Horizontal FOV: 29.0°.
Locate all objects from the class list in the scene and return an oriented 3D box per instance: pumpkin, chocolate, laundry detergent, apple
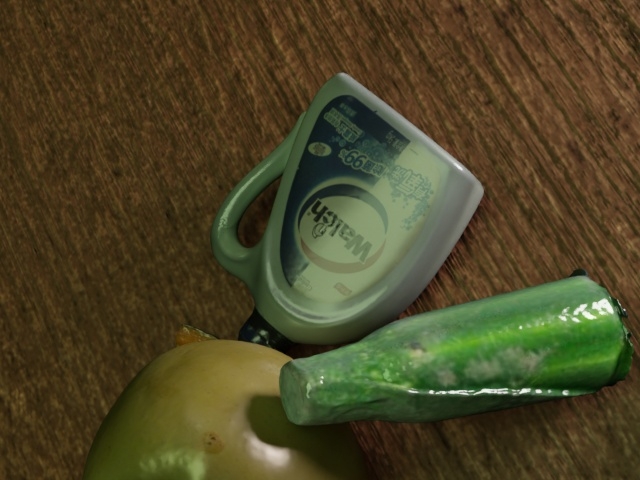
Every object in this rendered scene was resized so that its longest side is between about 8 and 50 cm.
[{"bbox_3d":[-0.120,0.130,1.207,0.073,0.101,0.035,37,48,24],"label":"pumpkin"},{"bbox_3d":[0.109,0.101,1.030,0.291,0.110,0.110,-9,67,-21],"label":"chocolate"},{"bbox_3d":[0.000,0.000,1.185,0.215,0.105,0.280,42,96,24],"label":"laundry detergent"},{"bbox_3d":[-0.083,0.221,1.072,0.262,0.262,0.263,-6,74,21],"label":"apple"}]
